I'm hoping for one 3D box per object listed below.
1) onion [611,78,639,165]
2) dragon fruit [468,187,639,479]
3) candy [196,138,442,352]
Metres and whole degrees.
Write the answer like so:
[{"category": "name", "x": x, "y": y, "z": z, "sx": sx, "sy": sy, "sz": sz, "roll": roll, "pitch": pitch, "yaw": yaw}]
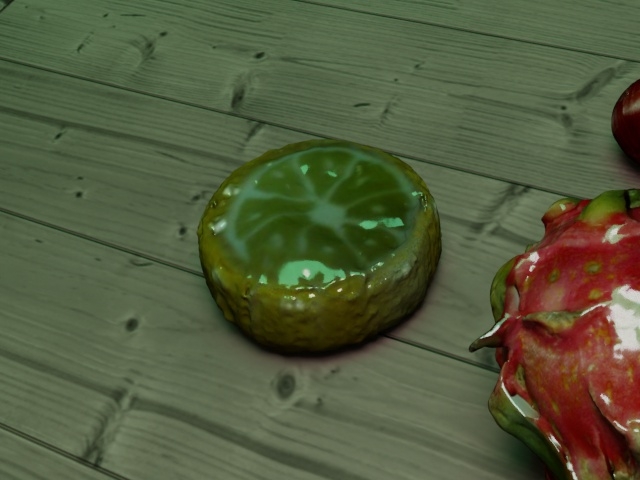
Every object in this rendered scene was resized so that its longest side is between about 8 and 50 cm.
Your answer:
[{"category": "onion", "x": 0.378, "y": -0.131, "z": 1.141, "sx": 0.131, "sy": 0.131, "sz": 0.131, "roll": -6, "pitch": 46, "yaw": 7}, {"category": "dragon fruit", "x": 0.261, "y": 0.096, "z": 0.886, "sx": 0.231, "sy": 0.237, "sz": 0.303, "roll": -20, "pitch": 53, "yaw": 23}, {"category": "candy", "x": 0.000, "y": 0.000, "z": 1.112, "sx": 0.260, "sy": 0.118, "sz": 0.260, "roll": -3, "pitch": 43, "yaw": 3}]
